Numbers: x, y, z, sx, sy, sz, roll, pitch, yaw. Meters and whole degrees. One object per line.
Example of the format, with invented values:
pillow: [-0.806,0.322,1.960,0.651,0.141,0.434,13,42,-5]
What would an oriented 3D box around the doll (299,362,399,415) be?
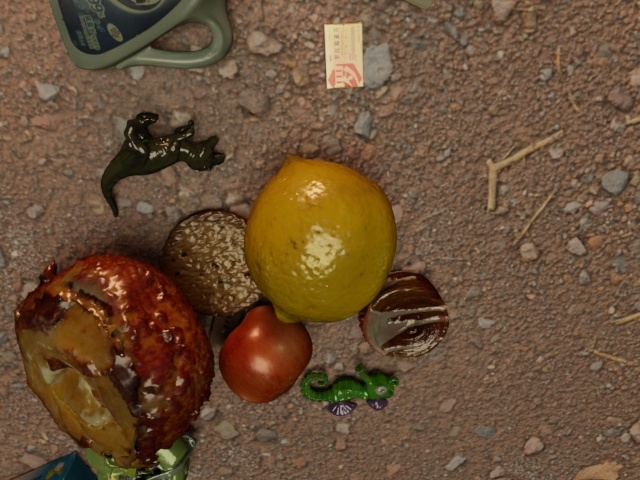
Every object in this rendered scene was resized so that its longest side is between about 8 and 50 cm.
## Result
doll: [0.056,0.281,1.028,0.190,0.050,0.115,-6,116,1]

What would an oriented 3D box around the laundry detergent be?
laundry detergent: [-0.210,-0.337,0.726,0.280,0.105,0.215,-6,126,-6]

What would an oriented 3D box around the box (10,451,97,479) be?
box: [-0.540,0.526,1.071,0.194,0.073,0.139,-25,112,6]

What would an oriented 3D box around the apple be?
apple: [-0.097,0.191,0.923,0.139,0.163,0.163,42,104,-10]

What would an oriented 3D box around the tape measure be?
tape measure: [-0.339,0.424,1.029,0.199,0.106,0.175,4,98,-8]

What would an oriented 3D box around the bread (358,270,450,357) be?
bread: [0.144,0.132,0.960,0.160,0.073,0.161,-2,116,-5]

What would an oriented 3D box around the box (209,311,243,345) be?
box: [-0.166,0.136,0.965,0.048,0.025,0.115,15,110,-11]

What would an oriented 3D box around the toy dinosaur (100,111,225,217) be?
toy dinosaur: [-0.247,-0.101,0.830,0.187,0.087,0.179,6,110,-5]

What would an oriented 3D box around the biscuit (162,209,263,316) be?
biscuit: [-0.175,0.039,0.911,0.187,0.027,0.188,1,104,3]

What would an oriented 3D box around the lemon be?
lemon: [-0.002,0.008,0.817,0.228,0.228,0.254,8,115,-7]

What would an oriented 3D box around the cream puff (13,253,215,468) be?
cream puff: [-0.310,0.169,0.849,0.350,0.228,0.351,16,124,25]

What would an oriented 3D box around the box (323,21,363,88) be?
box: [0.035,-0.278,0.815,0.058,0.015,0.093,-4,112,-1]

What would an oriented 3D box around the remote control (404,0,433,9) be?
remote control: [0.076,-0.392,0.719,0.230,0.049,0.090,10,114,-34]
